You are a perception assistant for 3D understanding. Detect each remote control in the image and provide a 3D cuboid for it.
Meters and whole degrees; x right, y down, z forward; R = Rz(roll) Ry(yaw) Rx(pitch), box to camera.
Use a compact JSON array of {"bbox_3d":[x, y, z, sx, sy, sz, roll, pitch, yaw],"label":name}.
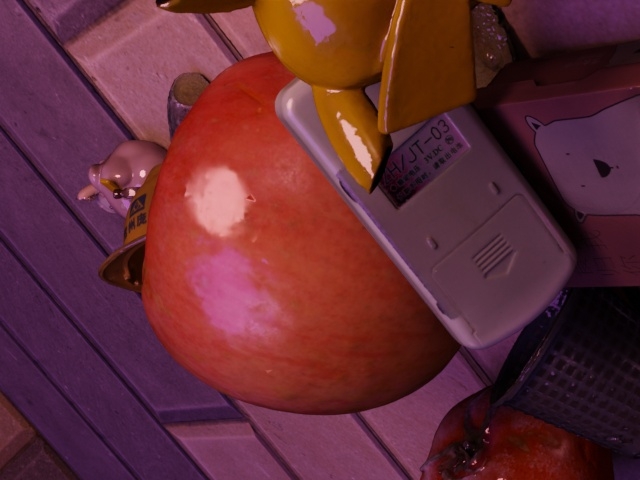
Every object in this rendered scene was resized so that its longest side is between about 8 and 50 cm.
[{"bbox_3d":[0.098,-0.047,1.136,0.296,0.140,0.056,51,175,-16],"label":"remote control"}]

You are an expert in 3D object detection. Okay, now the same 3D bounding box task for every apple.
[{"bbox_3d":[0.000,0.000,1.319,0.364,0.364,0.364,31,149,22],"label":"apple"}]

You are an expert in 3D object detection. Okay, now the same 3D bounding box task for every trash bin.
[{"bbox_3d":[0.283,0.130,1.336,0.161,0.175,0.175,30,150,3],"label":"trash bin"}]

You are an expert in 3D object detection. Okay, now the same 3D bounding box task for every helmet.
[{"bbox_3d":[-0.158,-0.029,1.638,0.205,0.257,0.140,-32,61,37],"label":"helmet"}]

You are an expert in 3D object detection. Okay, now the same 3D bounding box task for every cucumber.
[{"bbox_3d":[-0.155,-0.151,1.608,0.064,0.064,0.112,31,146,22],"label":"cucumber"}]

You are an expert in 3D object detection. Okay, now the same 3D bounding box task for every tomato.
[{"bbox_3d":[0.231,0.269,1.518,0.188,0.232,0.232,38,155,-24],"label":"tomato"}]

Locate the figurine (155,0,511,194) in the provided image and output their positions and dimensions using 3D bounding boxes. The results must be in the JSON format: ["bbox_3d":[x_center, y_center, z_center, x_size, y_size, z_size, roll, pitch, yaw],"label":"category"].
[{"bbox_3d":[0.069,-0.204,0.996,0.218,0.326,0.169,52,-173,-12],"label":"figurine"}]

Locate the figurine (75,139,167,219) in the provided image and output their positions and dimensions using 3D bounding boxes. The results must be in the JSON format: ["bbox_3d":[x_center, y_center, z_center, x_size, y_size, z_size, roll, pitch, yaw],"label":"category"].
[{"bbox_3d":[-0.250,-0.074,1.779,0.137,0.112,0.229,24,165,-21],"label":"figurine"}]

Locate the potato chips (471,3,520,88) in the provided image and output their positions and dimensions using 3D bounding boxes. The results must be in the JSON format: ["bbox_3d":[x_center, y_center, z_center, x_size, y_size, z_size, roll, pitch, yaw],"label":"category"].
[{"bbox_3d":[0.124,-0.190,1.244,0.209,0.026,0.142,40,148,3],"label":"potato chips"}]

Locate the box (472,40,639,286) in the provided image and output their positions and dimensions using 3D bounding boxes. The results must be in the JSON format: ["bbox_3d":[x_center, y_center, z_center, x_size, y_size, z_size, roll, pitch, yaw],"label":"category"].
[{"bbox_3d":[0.260,-0.062,1.155,0.215,0.086,0.215,-3,127,47],"label":"box"}]
